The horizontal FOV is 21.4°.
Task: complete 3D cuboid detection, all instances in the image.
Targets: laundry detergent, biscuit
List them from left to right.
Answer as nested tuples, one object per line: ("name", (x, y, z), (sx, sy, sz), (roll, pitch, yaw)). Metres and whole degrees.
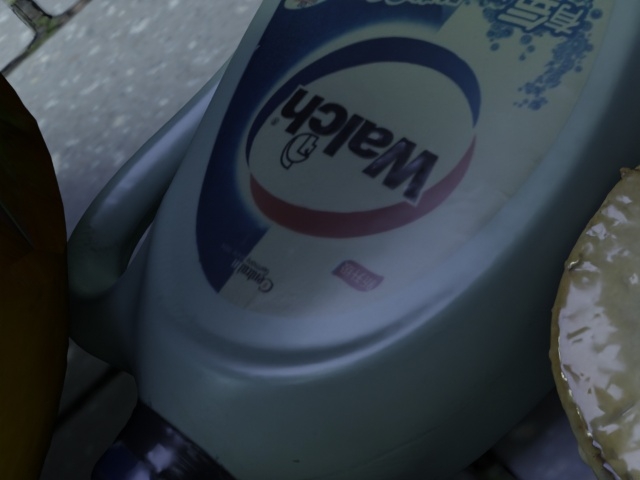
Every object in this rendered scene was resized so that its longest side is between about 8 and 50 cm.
("laundry detergent", (0.000, 0.000, 0.616), (0.215, 0.105, 0.280), (30, 77, 43))
("biscuit", (0.143, 0.030, 0.514), (0.152, 0.020, 0.152), (-1, 67, 3))

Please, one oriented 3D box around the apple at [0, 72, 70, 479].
("apple", (-0.276, 0.018, 0.593), (0.374, 0.374, 0.384), (-35, 60, 4))
